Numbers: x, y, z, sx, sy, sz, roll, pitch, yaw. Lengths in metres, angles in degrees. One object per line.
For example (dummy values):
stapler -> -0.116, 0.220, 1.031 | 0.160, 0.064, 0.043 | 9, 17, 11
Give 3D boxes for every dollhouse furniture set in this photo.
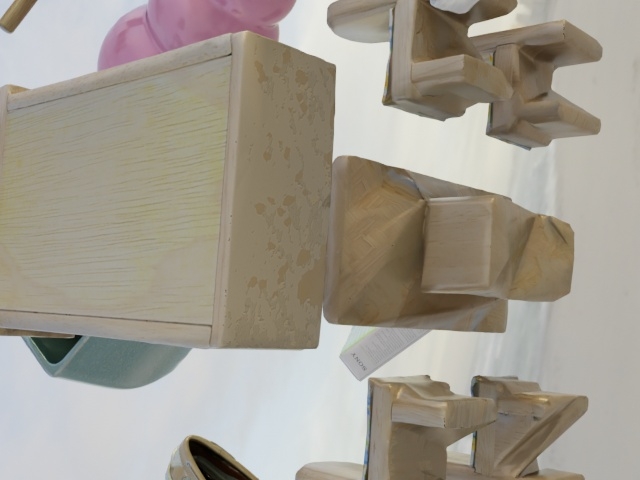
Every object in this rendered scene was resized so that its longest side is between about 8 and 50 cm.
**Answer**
dollhouse furniture set -> 0.000, 0.000, 0.634 | 0.394, 0.256, 0.362 | 9, -97, -47

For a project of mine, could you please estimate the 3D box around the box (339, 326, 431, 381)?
box -> 0.180, 0.081, 1.346 | 0.322, 0.058, 0.232 | -36, 1, 11

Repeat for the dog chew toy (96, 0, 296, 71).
dog chew toy -> -0.150, -0.268, 1.124 | 0.332, 0.206, 0.206 | -43, 11, 36

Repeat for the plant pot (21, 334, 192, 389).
plant pot -> -0.276, 0.065, 1.242 | 0.247, 0.248, 0.252 | -49, -35, -1

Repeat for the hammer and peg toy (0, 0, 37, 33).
hammer and peg toy -> -0.454, -0.428, 1.091 | 0.127, 0.361, 0.266 | 79, -149, -66

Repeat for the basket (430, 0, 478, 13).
basket -> 0.062, -0.216, 0.408 | 0.113, 0.103, 0.167 | 145, 140, -67

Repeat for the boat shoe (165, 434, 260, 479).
boat shoe -> -0.052, 0.235, 0.724 | 0.068, 0.190, 0.072 | -47, -13, -43
